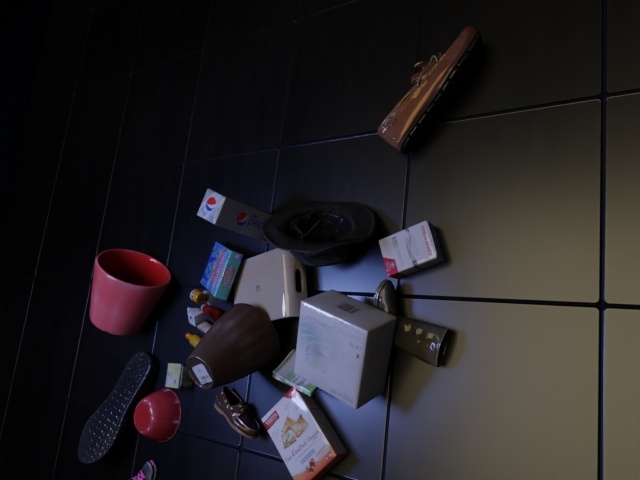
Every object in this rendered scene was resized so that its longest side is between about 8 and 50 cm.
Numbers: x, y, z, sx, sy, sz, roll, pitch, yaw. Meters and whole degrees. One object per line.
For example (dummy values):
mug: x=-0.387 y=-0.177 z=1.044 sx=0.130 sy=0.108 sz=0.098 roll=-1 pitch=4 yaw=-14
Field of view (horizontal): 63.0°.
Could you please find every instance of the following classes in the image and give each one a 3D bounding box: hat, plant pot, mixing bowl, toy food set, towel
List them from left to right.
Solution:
plant pot: x=-0.729 y=0.199 z=1.952 sx=0.275 sy=0.275 sz=0.243 roll=40 pitch=112 yaw=36
mixing bowl: x=-0.585 y=0.611 z=1.825 sx=0.181 sy=0.098 sz=0.182 roll=-11 pitch=71 yaw=34
toy food set: x=-0.409 y=0.250 z=1.775 sx=0.104 sy=0.111 sz=0.232 roll=22 pitch=126 yaw=37
plant pot: x=-0.275 y=0.332 z=1.547 sx=0.215 sy=0.230 sz=0.215 roll=15 pitch=118 yaw=29
toy food set: x=-0.166 y=0.159 z=1.668 sx=0.306 sy=0.092 sz=0.220 roll=-20 pitch=67 yaw=39
towel: x=-0.053 y=0.378 z=1.518 sx=0.152 sy=0.023 sz=0.113 roll=15 pitch=48 yaw=37
hat: x=0.000 y=0.000 z=1.531 sx=0.331 sy=0.331 sz=0.134 roll=18 pitch=126 yaw=37

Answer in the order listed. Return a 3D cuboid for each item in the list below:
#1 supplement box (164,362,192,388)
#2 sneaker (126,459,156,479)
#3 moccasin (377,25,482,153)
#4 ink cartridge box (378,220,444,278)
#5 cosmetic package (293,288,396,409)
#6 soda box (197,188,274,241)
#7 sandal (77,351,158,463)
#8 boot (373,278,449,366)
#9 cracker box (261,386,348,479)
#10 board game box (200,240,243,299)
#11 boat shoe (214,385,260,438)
supplement box: x=-0.491 y=0.471 z=1.821 sx=0.083 sy=0.056 sz=0.083 roll=-5 pitch=75 yaw=35
sneaker: x=-0.632 y=0.837 z=1.810 sx=0.063 sy=0.074 sz=0.170 roll=41 pitch=102 yaw=36
moccasin: x=0.303 y=-0.429 z=1.465 sx=0.147 sy=0.139 sz=0.380 roll=46 pitch=114 yaw=26
ink cartridge box: x=0.246 y=0.027 z=1.413 sx=0.150 sy=0.063 sz=0.109 roll=-24 pitch=64 yaw=28
cosmetic package: x=0.060 y=0.282 z=1.389 sx=0.224 sy=0.138 sz=0.225 roll=19 pitch=112 yaw=37
soda box: x=-0.242 y=-0.071 z=1.648 sx=0.098 sy=0.286 sz=0.091 roll=25 pitch=93 yaw=39
sandal: x=-0.725 y=0.629 z=1.931 sx=0.167 sy=0.107 sz=0.446 roll=28 pitch=81 yaw=38
boot: x=0.235 y=0.211 z=1.365 sx=0.208 sy=0.076 sz=0.190 roll=11 pitch=98 yaw=44
cracker box: x=-0.050 y=0.552 z=1.479 sx=0.156 sy=0.067 sz=0.232 roll=-48 pitch=55 yaw=14
board game box: x=-0.337 y=0.097 z=1.768 sx=0.210 sy=0.047 sz=0.160 roll=18 pitch=88 yaw=63
boat shoe: x=-0.258 y=0.532 z=1.628 sx=0.207 sy=0.073 sz=0.073 roll=27 pitch=96 yaw=37
